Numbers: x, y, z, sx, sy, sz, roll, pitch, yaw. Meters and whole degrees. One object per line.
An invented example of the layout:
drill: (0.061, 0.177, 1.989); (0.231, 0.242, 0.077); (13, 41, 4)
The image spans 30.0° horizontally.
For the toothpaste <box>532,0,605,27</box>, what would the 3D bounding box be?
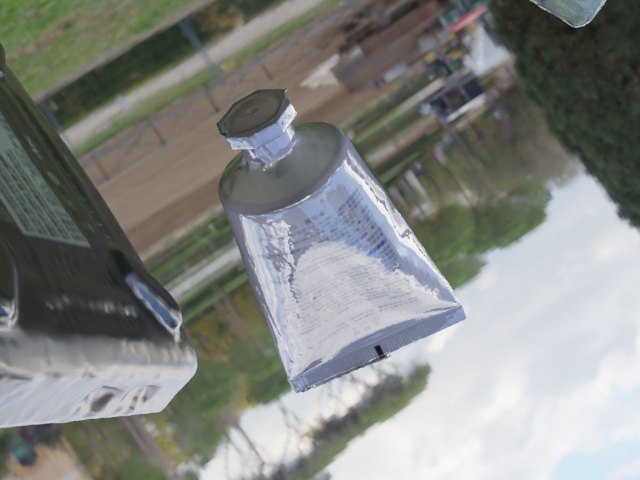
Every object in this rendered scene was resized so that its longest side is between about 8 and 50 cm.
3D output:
toothpaste: (0.189, -0.240, 0.668); (0.255, 0.067, 0.037); (-59, -177, 28)

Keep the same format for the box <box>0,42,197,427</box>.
box: (-0.194, -0.032, 0.631); (0.073, 0.290, 0.289); (-38, 166, 9)

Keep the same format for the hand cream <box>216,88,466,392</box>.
hand cream: (0.000, 0.000, 0.490); (0.084, 0.142, 0.053); (-24, -141, 6)
